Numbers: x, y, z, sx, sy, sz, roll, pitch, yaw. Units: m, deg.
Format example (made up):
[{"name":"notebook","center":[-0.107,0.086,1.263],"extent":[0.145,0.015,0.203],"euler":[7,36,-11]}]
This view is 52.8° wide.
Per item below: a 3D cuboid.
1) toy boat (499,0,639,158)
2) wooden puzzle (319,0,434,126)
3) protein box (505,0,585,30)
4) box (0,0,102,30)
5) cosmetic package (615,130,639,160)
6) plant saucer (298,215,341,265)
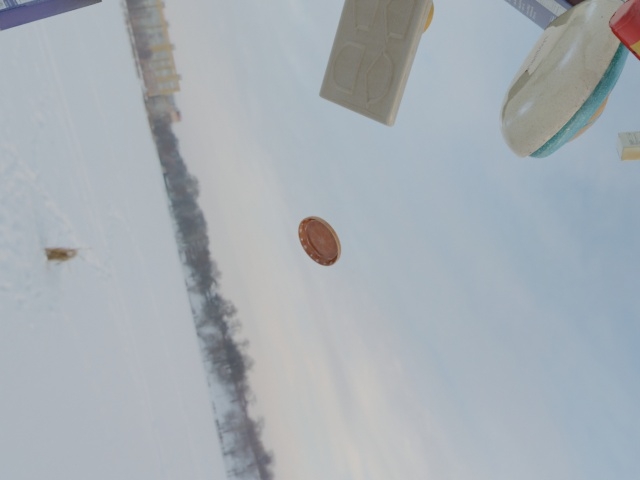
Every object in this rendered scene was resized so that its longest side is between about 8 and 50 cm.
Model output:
[{"name":"toy boat","center":[0.384,-0.223,0.887],"extent":[0.148,0.267,0.318],"euler":[34,-7,-10]},{"name":"wooden puzzle","center":[0.135,-0.443,1.446],"extent":[0.348,0.081,0.322],"euler":[41,-61,55]},{"name":"protein box","center":[0.438,-0.460,1.136],"extent":[0.201,0.136,0.200],"euler":[42,10,10]},{"name":"box","center":[-0.475,-0.432,1.127],"extent":[0.136,0.225,0.036],"euler":[49,-23,42]},{"name":"cosmetic package","center":[0.721,-0.211,1.427],"extent":[0.060,0.115,0.041],"euler":[-79,162,-45]},{"name":"plant saucer","center":[0.000,0.000,0.988],"extent":[0.083,0.013,0.083],"euler":[28,-46,33]}]
